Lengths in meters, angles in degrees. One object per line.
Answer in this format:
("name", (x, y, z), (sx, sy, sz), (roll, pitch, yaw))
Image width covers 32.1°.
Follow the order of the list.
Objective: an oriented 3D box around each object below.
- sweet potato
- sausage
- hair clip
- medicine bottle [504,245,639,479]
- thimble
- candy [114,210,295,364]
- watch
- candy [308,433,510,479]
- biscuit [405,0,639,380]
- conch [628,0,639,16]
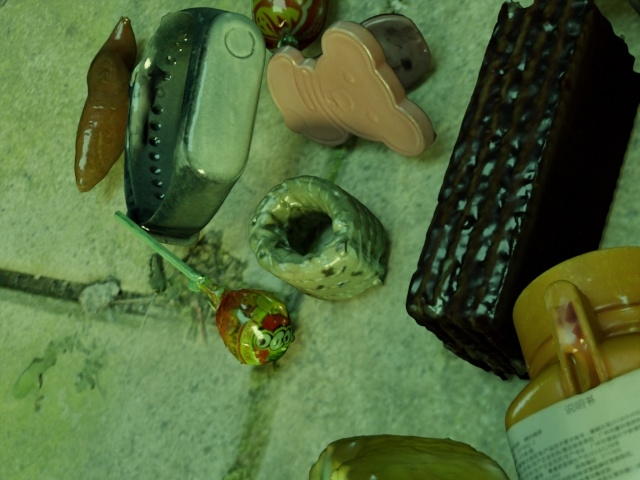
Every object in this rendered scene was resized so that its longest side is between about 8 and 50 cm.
("sweet potato", (-0.209, -0.134, 1.103), (0.055, 0.058, 0.202), (114, 164, -56))
("sausage", (-0.020, -0.271, 1.019), (0.083, 0.083, 0.263), (-15, 58, 32))
("hair clip", (0.017, -0.116, 0.876), (0.138, 0.123, 0.102), (-20, 25, 22))
("medicine bottle", (0.175, 0.121, 0.576), (0.112, 0.149, 0.222), (-28, 50, 23))
("thimble", (0.000, 0.000, 0.848), (0.110, 0.062, 0.084), (33, 91, 45))
("candy", (-0.100, 0.029, 0.884), (0.201, 0.060, 0.060), (36, 90, 29))
("watch", (-0.117, -0.099, 0.960), (0.193, 0.068, 0.206), (-18, 64, 60))
("candy", (0.043, 0.225, 0.563), (0.118, 0.260, 0.259), (-2, 54, -11))
("biscuit", (0.140, -0.040, 0.729), (0.070, 0.106, 0.252), (6, 70, 40))
("conch", (0.237, -0.291, 0.774), (0.241, 0.186, 0.312), (15, 94, 49))
